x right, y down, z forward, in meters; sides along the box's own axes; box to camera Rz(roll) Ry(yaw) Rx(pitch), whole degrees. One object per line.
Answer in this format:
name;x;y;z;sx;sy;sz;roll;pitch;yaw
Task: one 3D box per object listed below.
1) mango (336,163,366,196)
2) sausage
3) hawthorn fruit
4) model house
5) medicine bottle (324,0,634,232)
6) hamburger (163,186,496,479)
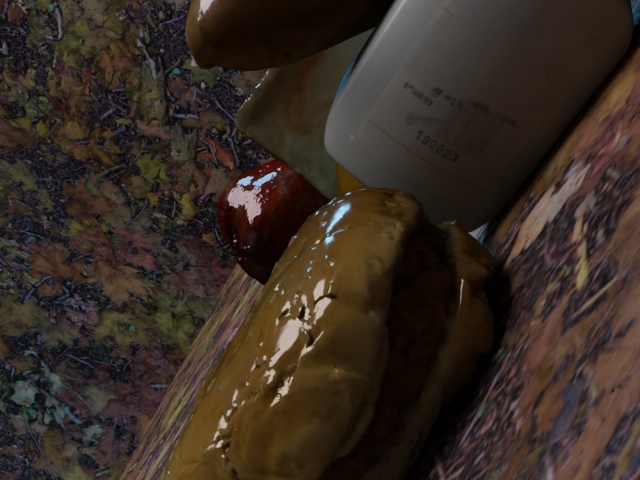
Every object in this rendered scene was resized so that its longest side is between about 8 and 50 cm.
mango;0.083;-0.074;1.385;0.136;0.099;0.227;-53;13;0
sausage;0.108;-0.272;1.097;0.501;0.123;0.136;-28;-21;-22
hawthorn fruit;-0.044;-0.035;1.947;0.202;0.185;0.185;-37;-2;-20
model house;0.068;-0.210;1.637;0.312;0.245;0.280;-56;-2;9
medicine bottle;0.135;-0.156;1.004;0.296;0.161;0.111;-56;9;31
hamburger;-0.001;0.097;0.927;0.283;0.144;0.259;-63;7;9
